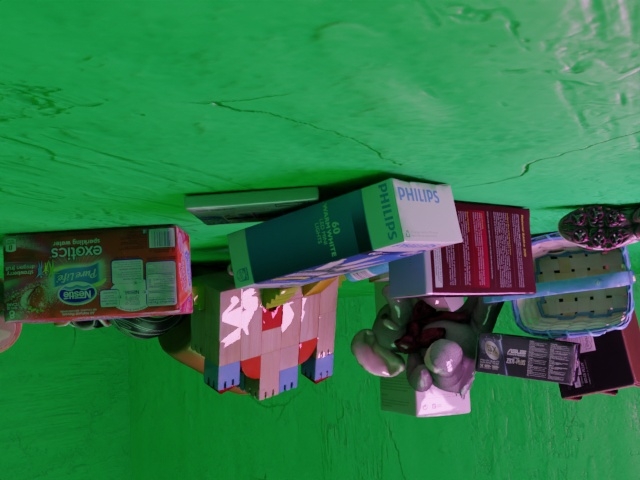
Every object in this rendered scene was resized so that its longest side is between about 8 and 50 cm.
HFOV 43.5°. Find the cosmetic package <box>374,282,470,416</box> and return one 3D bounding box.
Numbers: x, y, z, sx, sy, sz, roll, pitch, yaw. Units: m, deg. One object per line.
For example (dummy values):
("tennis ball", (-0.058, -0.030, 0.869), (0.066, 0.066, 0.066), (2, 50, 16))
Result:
("cosmetic package", (0.240, 0.230, 1.942), (0.155, 0.366, 0.197), (1, 174, -22))

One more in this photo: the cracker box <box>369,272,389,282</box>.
("cracker box", (0.201, 0.041, 1.601), (0.155, 0.067, 0.232), (-3, 173, -14))

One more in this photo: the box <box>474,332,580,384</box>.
("box", (0.400, 0.224, 1.542), (0.180, 0.078, 0.147), (5, 176, 23))

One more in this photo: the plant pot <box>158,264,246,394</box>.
("plant pot", (-0.224, 0.177, 1.776), (0.203, 0.291, 0.291), (23, 158, -36))

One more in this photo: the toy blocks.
("toy blocks", (-0.107, 0.183, 1.565), (0.381, 0.261, 0.190), (-10, -159, -41))

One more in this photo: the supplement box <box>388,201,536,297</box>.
("supplement box", (0.202, 0.015, 1.134), (0.239, 0.130, 0.073), (3, 171, -39))

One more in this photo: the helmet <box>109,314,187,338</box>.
("helmet", (-0.365, 0.118, 1.640), (0.161, 0.169, 0.169), (-19, -177, -33))

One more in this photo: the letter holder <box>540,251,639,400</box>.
("letter holder", (0.587, 0.181, 1.719), (0.152, 0.302, 0.214), (-19, 158, 30))

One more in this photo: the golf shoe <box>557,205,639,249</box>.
("golf shoe", (0.446, -0.018, 1.239), (0.186, 0.068, 0.086), (-2, 174, -12))

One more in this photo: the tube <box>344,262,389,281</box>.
("tube", (0.130, 0.027, 1.378), (0.207, 0.052, 0.080), (-16, 172, 40))

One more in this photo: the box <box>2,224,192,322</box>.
("box", (-0.326, 0.053, 1.196), (0.256, 0.128, 0.122), (-4, 173, -1))

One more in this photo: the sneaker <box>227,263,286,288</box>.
("sneaker", (-0.101, 0.052, 1.377), (0.071, 0.066, 0.188), (1, 171, -26))

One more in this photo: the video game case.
("video game case", (-0.078, -0.041, 0.994), (0.157, 0.019, 0.143), (-4, 173, 1))

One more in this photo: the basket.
("basket", (0.460, 0.083, 1.511), (0.254, 0.201, 0.289), (-8, 180, 27))

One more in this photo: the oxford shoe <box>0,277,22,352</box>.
("oxford shoe", (-0.643, 0.070, 1.159), (0.397, 0.140, 0.146), (22, -161, -36))

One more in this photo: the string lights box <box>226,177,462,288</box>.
("string lights box", (0.025, -0.004, 0.985), (0.259, 0.077, 0.133), (-17, 169, 38))

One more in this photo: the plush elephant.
("plush elephant", (0.216, 0.189, 1.701), (0.255, 0.272, 0.330), (28, 151, 22))

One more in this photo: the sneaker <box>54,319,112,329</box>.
("sneaker", (-0.503, 0.140, 1.842), (0.126, 0.128, 0.321), (-9, 173, 29))
